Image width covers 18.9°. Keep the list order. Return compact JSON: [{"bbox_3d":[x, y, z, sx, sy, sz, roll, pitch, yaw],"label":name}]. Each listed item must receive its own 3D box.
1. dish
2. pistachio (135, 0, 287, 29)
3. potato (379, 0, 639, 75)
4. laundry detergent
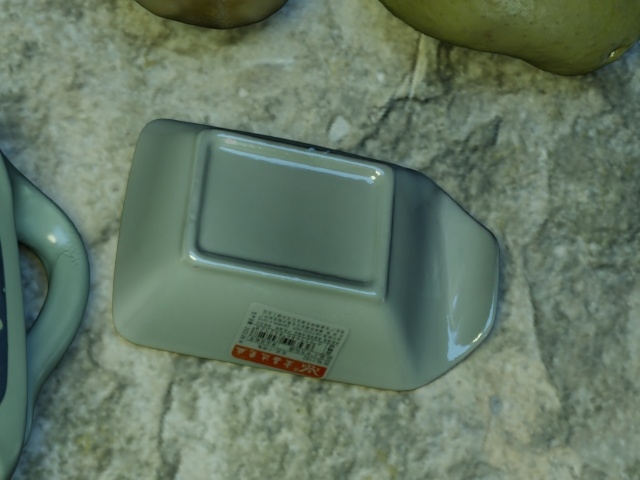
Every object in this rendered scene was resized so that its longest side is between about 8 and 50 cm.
[{"bbox_3d":[0.000,0.000,1.151,0.234,0.064,0.154,11,62,-12],"label":"dish"},{"bbox_3d":[-0.095,-0.233,1.200,0.138,0.153,0.238,-40,75,13],"label":"pistachio"},{"bbox_3d":[0.123,-0.182,1.240,0.194,0.157,0.157,39,60,-11],"label":"potato"},{"bbox_3d":[-0.223,0.000,1.051,0.215,0.105,0.280,36,36,-18],"label":"laundry detergent"}]
